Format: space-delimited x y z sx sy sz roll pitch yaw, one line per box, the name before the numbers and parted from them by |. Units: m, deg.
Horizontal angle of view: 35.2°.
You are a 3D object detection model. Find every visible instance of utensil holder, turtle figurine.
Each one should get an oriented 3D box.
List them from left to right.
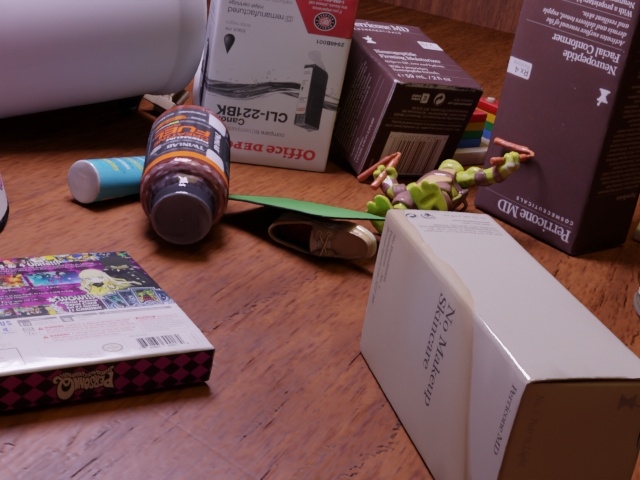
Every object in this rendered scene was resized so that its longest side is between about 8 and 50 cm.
utensil holder | -0.404 -0.336 1.404 0.386 0.327 0.328 -16 32 -30
turtle figurine | 0.144 -0.066 1.373 0.270 0.087 0.217 -3 17 29

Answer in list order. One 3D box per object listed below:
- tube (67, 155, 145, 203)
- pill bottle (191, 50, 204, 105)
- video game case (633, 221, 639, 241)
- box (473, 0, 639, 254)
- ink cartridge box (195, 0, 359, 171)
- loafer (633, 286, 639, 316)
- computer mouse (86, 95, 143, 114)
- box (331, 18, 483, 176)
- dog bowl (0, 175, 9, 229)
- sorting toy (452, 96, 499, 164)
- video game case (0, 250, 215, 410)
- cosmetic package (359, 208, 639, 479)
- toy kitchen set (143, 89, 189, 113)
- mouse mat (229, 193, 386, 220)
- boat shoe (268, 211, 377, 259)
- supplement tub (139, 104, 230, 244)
tube | -0.233 -0.084 1.297 0.080 0.052 0.207 33 23 21
pill bottle | -0.102 -0.256 1.678 0.209 0.117 0.117 9 22 -4
video game case | 0.576 -0.005 1.510 0.190 0.022 0.173 19 23 19
box | 0.359 -0.194 1.390 0.143 0.381 0.191 -11 30 -39
ink cartridge box | -0.071 -0.250 1.475 0.197 0.272 0.114 6 26 -13
loafer | 0.415 0.084 1.174 0.056 0.050 0.148 5 23 -15
computer mouse | -0.408 -0.250 1.614 0.262 0.060 0.184 7 29 -17
box | 0.108 -0.220 1.565 0.169 0.167 0.203 -1 38 -32
dog bowl | -0.539 -0.109 1.068 0.408 0.150 0.408 9 21 -4
sorting toy | 0.217 -0.221 1.782 0.257 0.089 0.255 -8 28 -38
video game case | -0.243 0.073 0.899 0.232 0.041 0.210 -4 26 -34
cosmetic package | 0.139 0.103 0.854 0.113 0.160 0.309 3 22 -16
toy kitchen set | -0.224 -0.233 1.640 0.075 0.083 0.068 30 -13 39
mouse mat | -0.016 -0.040 1.256 0.190 0.007 0.153 14 8 37
boat shoe | 0.000 0.000 1.195 0.135 0.050 0.045 11 23 28
supplement tub | -0.160 -0.077 1.206 0.106 0.106 0.198 7 32 -9
